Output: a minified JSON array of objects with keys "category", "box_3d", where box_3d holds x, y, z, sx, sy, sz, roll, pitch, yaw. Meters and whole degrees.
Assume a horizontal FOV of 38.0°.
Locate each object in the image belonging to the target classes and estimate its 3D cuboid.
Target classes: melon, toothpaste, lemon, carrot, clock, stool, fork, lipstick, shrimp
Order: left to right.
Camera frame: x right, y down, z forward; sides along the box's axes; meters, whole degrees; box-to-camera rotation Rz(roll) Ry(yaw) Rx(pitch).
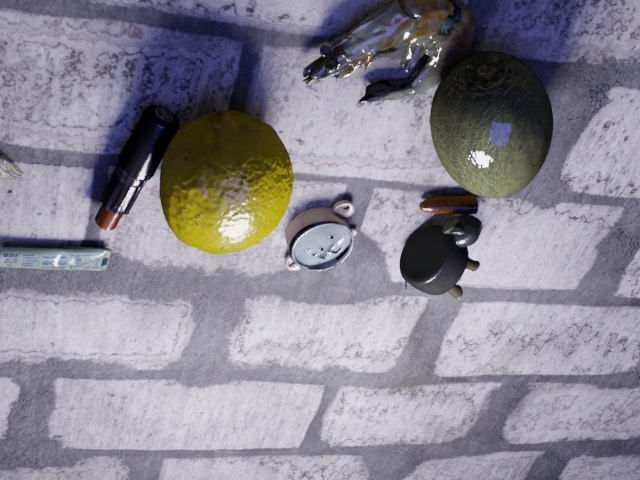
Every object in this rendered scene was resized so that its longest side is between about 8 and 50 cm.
[{"category":"fork","box_3d":[-0.651,-0.185,1.789,0.034,0.028,0.219,-25,134,13]},{"category":"toothpaste","box_3d":[-0.587,0.036,2.003,0.268,0.047,0.069,3,112,-22]},{"category":"lipstick","box_3d":[-0.378,-0.140,1.873,0.081,0.081,0.300,18,124,-29]},{"category":"lemon","box_3d":[-0.186,-0.108,1.835,0.268,0.268,0.322,-6,137,-11]},{"category":"clock","box_3d":[0.000,0.000,2.125,0.155,0.063,0.229,26,122,-33]},{"category":"shrimp","box_3d":[0.137,-0.360,1.826,0.360,0.085,0.247,-19,141,-3]},{"category":"stool","box_3d":[0.296,0.046,2.176,0.139,0.153,0.228,28,139,-36]},{"category":"carrot","box_3d":[0.294,-0.084,2.143,0.139,0.048,0.048,0,132,-13]},{"category":"melon","box_3d":[0.349,-0.228,1.889,0.248,0.249,0.329,-20,137,3]}]
